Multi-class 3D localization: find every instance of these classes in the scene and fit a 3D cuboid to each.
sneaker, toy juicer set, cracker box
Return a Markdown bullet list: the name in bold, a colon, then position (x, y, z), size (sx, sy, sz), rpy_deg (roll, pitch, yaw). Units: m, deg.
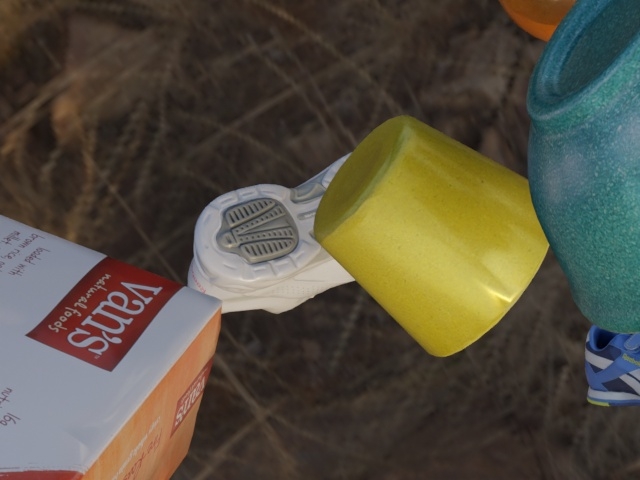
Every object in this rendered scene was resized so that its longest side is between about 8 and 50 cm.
- **sneaker**: position (0.237, 0.086, 1.299), size (0.144, 0.053, 0.059), rpy_deg (-6, 94, 54)
- **sneaker**: position (0.000, 0.000, 1.354), size (0.232, 0.115, 0.090), rpy_deg (-10, 67, -26)
- **toy juicer set**: position (0.130, -0.065, 0.521), size (0.209, 0.089, 0.329), rpy_deg (-58, 16, -16)
- **cracker box**: position (-0.164, 0.035, 0.533), size (0.232, 0.067, 0.156), rpy_deg (21, 29, 9)
